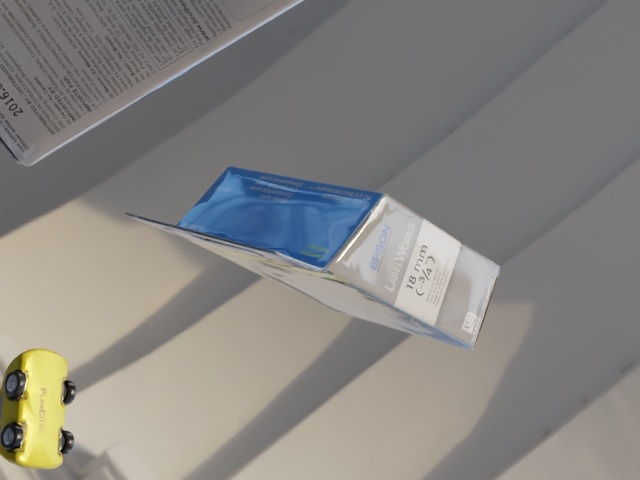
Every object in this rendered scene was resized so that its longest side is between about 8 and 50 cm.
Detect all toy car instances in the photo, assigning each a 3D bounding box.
[{"bbox_3d":[-0.234,0.238,0.991,0.053,0.239,0.225,-11,-53,37],"label":"toy car"}]

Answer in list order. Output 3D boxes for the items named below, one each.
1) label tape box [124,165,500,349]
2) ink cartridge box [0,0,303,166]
[{"bbox_3d":[0.000,0.000,1.286,0.240,0.333,0.106,13,-101,44],"label":"label tape box"},{"bbox_3d":[-0.193,-0.244,0.931,0.395,0.151,0.270,-27,-69,23],"label":"ink cartridge box"}]
